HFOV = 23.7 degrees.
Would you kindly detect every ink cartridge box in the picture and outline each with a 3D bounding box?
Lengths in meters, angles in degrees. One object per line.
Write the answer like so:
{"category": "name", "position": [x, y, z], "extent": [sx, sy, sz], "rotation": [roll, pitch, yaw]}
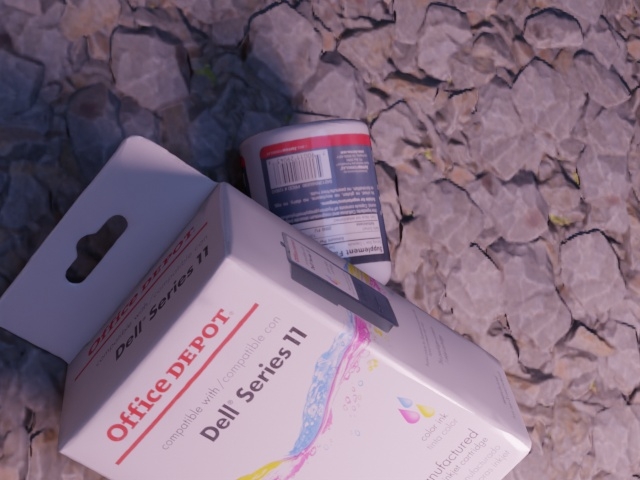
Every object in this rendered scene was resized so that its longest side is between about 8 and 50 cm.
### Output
{"category": "ink cartridge box", "position": [-0.049, 0.104, 1.117], "extent": [0.353, 0.119, 0.207], "rotation": [33, 112, -21]}

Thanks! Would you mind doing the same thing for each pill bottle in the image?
{"category": "pill bottle", "position": [0.000, 0.000, 1.230], "extent": [0.108, 0.108, 0.180], "rotation": [-7, 86, -31]}
